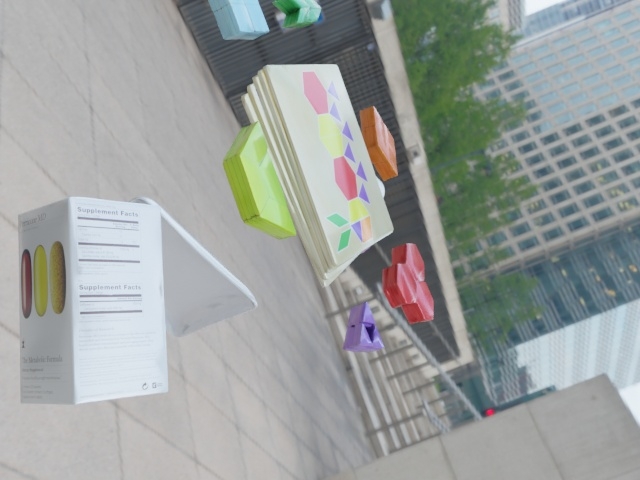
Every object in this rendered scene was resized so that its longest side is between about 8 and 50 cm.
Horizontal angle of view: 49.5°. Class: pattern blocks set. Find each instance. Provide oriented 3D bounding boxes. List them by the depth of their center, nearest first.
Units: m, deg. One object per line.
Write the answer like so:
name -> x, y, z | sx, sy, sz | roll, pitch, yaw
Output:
pattern blocks set -> 0.005, -0.063, 0.604 | 0.285, 0.026, 0.325 | -10, 84, -61

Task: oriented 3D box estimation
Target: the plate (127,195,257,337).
plate -> -0.278, 0.050, 1.241 | 0.277, 0.278, 0.045 | 45, 47, -20

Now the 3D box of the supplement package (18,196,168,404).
supplement package -> -0.293, 0.079, 0.889 | 0.134, 0.139, 0.244 | 4, 78, -49

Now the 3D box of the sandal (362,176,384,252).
sandal -> 0.074, -0.047, 1.192 | 0.416, 0.102, 0.169 | -35, 129, -80
